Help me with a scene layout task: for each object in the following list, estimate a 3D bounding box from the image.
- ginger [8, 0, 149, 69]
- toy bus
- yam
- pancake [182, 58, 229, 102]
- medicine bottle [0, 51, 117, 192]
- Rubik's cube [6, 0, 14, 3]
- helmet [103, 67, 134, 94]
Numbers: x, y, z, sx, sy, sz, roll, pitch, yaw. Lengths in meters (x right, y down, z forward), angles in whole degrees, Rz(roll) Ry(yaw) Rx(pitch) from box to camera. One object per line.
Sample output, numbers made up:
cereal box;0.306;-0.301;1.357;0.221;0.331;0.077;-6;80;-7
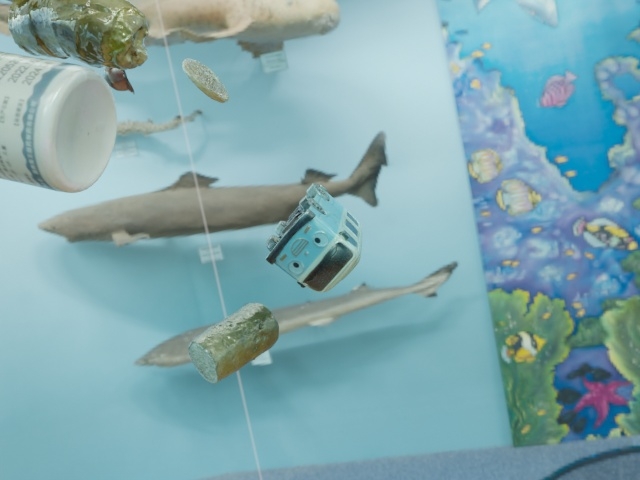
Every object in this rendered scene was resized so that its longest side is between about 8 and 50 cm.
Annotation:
ginger;-0.355;-0.318;0.993;0.263;0.109;0.116;16;-14;33
toy bus;0.000;0.000;1.327;0.133;0.165;0.271;-49;6;14
yam;-0.177;0.206;1.355;0.107;0.107;0.194;-7;15;38
pancake;-0.280;-0.396;1.685;0.025;0.151;0.152;-46;-6;20
medicine bottle;-0.357;-0.138;0.735;0.237;0.139;0.139;13;11;10
Rubik's cube;-0.593;-0.712;1.330;0.347;0.346;0.344;-22;9;3
helmet;-0.440;-0.349;1.464;0.049;0.083;0.065;-23;3;-17
